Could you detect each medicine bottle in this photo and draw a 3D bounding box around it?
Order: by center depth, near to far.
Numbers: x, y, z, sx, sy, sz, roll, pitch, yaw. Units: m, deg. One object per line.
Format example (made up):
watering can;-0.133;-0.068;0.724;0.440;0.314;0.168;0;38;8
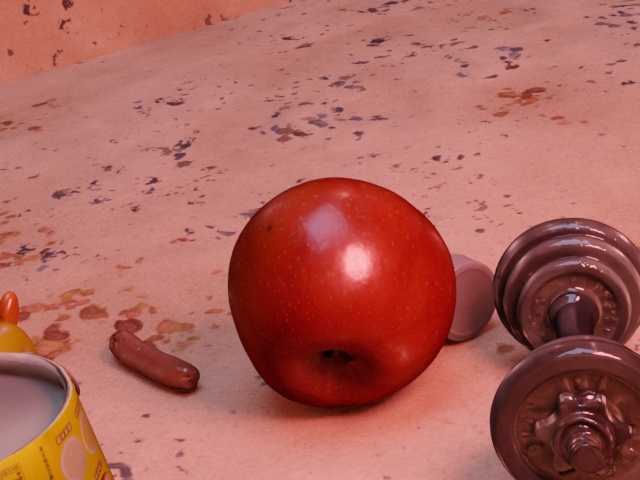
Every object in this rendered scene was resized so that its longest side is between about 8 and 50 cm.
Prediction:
medicine bottle;0.129;0.054;1.593;0.105;0.105;0.168;-24;27;-29

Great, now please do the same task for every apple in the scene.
apple;0.018;0.063;1.434;0.260;0.260;0.217;-5;49;10

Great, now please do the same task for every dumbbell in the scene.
dumbbell;0.264;0.113;1.313;0.179;0.179;0.406;-5;23;11

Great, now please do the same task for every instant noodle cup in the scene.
instant noodle cup;-0.315;0.252;1.167;0.311;0.222;0.311;-7;23;3

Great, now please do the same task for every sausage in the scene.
sausage;-0.215;0.148;1.596;0.043;0.043;0.186;-25;28;-32

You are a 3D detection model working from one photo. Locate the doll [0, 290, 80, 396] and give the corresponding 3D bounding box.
doll;-0.343;0.161;1.397;0.135;0.221;0.143;-7;20;17
